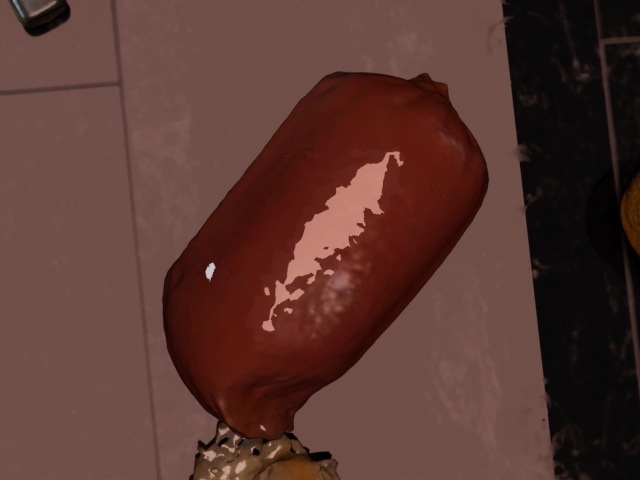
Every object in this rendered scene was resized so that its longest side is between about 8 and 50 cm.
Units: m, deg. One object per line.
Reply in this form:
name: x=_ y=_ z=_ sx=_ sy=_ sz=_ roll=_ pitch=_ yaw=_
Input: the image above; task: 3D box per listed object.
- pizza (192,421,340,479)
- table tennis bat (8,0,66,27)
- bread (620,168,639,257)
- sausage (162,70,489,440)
pizza: x=0.010 y=0.385 z=0.764 sx=0.392 sy=0.080 sz=0.434 roll=27 pitch=86 yaw=-3
table tennis bat: x=-0.252 y=-0.264 z=0.806 sx=0.154 sy=0.021 sz=0.274 roll=-31 pitch=88 yaw=-6
bread: x=0.304 y=0.032 z=0.804 sx=0.102 sy=0.094 sz=0.245 roll=-43 pitch=92 yaw=-15
sausage: x=0.000 y=0.000 z=0.753 sx=0.148 sy=0.148 sz=0.254 roll=42 pitch=85 yaw=-2
